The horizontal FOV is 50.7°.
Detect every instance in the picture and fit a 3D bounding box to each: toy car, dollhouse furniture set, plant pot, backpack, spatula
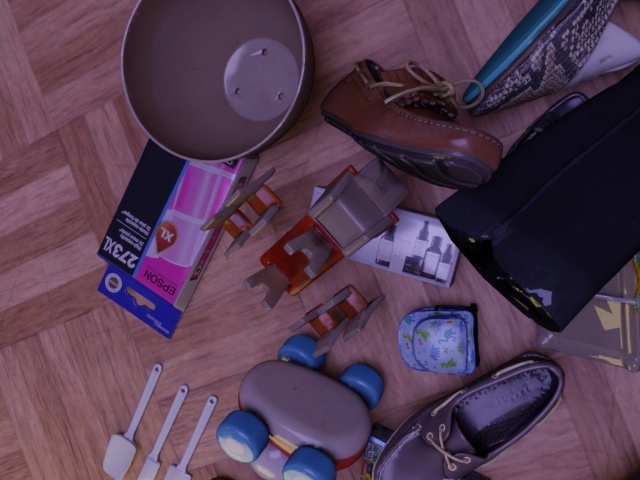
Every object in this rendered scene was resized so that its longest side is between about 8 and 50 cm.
[{"bbox_3d":[-0.037,0.318,1.063,0.210,0.219,0.238,24,130,14],"label":"toy car"},{"bbox_3d":[0.442,0.065,0.889,0.302,0.151,0.197,10,120,46],"label":"dollhouse furniture set"},{"bbox_3d":[-0.124,-0.256,1.020,0.284,0.191,0.284,2,95,19],"label":"plant pot"},{"bbox_3d":[0.000,0.000,0.983,0.262,0.135,0.259,49,133,-3],"label":"dollhouse furniture set"},{"bbox_3d":[0.174,0.149,1.009,0.114,0.084,0.105,-1,92,21],"label":"backpack"},{"bbox_3d":[-0.289,0.352,1.214,0.168,0.019,0.242,27,102,15],"label":"spatula"}]

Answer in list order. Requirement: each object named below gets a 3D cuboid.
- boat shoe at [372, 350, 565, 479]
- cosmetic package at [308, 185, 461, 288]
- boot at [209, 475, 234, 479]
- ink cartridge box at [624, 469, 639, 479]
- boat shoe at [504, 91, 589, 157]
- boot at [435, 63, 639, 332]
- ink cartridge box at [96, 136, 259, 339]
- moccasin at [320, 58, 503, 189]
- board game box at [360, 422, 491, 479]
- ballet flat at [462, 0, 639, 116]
[{"bbox_3d":[0.206,0.271,0.964,0.324,0.097,0.116,-34,75,4],"label":"boat shoe"},{"bbox_3d":[0.097,-0.009,1.035,0.239,0.060,0.098,16,98,17],"label":"cosmetic package"},{"bbox_3d":[-0.127,0.555,1.132,0.262,0.095,0.203,32,102,20],"label":"boot"},{"bbox_3d":[0.590,0.431,0.856,0.308,0.091,0.385,-40,73,12],"label":"ink cartridge box"},{"bbox_3d":[0.320,-0.148,0.955,0.056,0.049,0.152,44,105,11],"label":"boat shoe"},{"bbox_3d":[0.400,-0.061,0.742,0.445,0.367,0.146,-35,127,-7],"label":"boot"},{"bbox_3d":[-0.263,-0.022,1.156,0.176,0.069,0.371,31,105,14],"label":"ink cartridge box"},{"bbox_3d":[0.120,-0.169,0.882,0.139,0.380,0.147,27,101,-21],"label":"moccasin"},{"bbox_3d":[0.158,0.404,1.048,0.194,0.060,0.194,9,97,18],"label":"board game box"},{"bbox_3d":[0.384,-0.340,0.876,0.182,0.164,0.482,29,101,-5],"label":"ballet flat"}]
